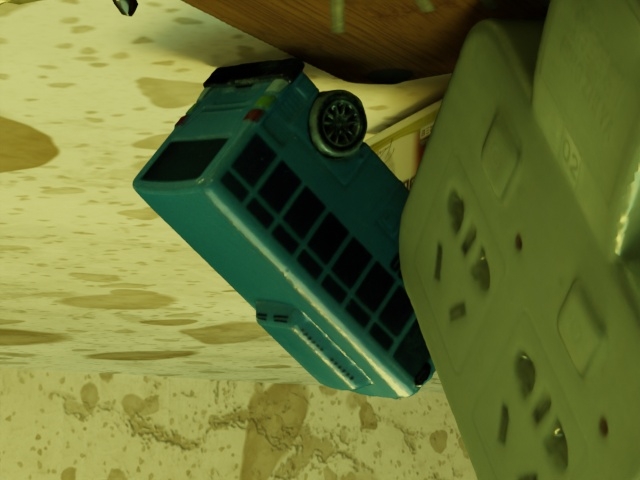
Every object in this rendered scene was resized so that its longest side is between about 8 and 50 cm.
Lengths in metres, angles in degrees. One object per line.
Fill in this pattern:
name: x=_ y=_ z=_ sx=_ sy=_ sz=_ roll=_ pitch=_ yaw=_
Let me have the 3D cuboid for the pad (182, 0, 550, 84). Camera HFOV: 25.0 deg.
pad: x=0.077 y=-0.119 z=0.589 sx=0.284 sy=0.018 sz=0.286 roll=-7 pitch=170 yaw=28

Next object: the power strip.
power strip: x=0.143 y=-0.006 z=0.600 sx=0.141 sy=0.229 sz=0.261 roll=-3 pitch=138 yaw=-20

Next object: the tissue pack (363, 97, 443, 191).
tissue pack: x=0.098 y=-0.027 z=0.853 sx=0.106 sy=0.099 sz=0.149 roll=4 pitch=169 yaw=-22

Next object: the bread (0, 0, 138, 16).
bread: x=-0.147 y=-0.109 z=0.298 sx=0.260 sy=0.134 sz=0.129 roll=2 pitch=-179 yaw=16

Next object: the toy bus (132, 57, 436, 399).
toy bus: x=0.000 y=0.000 z=0.760 sx=0.184 sy=0.106 sz=0.090 roll=46 pitch=156 yaw=-26
